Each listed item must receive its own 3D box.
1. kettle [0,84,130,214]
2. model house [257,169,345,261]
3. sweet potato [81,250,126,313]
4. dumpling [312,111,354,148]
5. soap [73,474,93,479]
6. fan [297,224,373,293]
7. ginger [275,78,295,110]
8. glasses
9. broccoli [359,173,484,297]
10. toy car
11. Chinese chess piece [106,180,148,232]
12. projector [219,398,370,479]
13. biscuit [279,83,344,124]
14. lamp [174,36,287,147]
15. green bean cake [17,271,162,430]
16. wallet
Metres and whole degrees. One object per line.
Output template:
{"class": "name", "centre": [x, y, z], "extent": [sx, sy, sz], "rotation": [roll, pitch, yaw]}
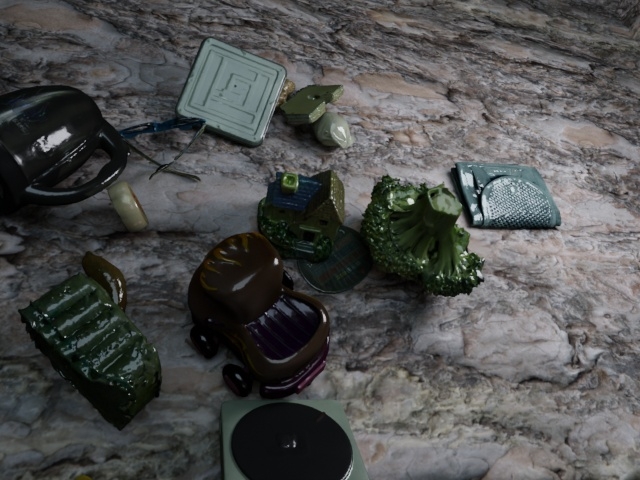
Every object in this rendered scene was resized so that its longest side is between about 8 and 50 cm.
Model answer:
{"class": "kettle", "centre": [-0.620, -0.218, 1.111], "extent": [0.320, 0.228, 0.324], "rotation": [34, 50, 3]}
{"class": "model house", "centre": [-0.048, -0.080, 1.211], "extent": [0.213, 0.189, 0.195], "rotation": [13, 54, -8]}
{"class": "sweet potato", "centre": [-0.454, 0.111, 1.046], "extent": [0.069, 0.059, 0.250], "rotation": [-29, 72, -10]}
{"class": "dumpling", "centre": [0.048, -0.334, 1.488], "extent": [0.134, 0.100, 0.169], "rotation": [18, 12, -40]}
{"class": "soap", "centre": [-0.404, 0.453, 0.859], "extent": [0.089, 0.012, 0.034], "rotation": [31, 54, 4]}
{"class": "fan", "centre": [-0.001, 0.029, 1.275], "extent": [0.294, 0.012, 0.223], "rotation": [24, 56, -1]}
{"class": "ginger", "centre": [-0.175, -0.451, 1.500], "extent": [0.213, 0.074, 0.138], "rotation": [-2, 73, -23]}
{"class": "glasses", "centre": [-0.397, -0.250, 1.273], "extent": [0.238, 0.102, 0.207], "rotation": [-19, 65, -28]}
{"class": "broccoli", "centre": [0.245, -0.003, 1.224], "extent": [0.249, 0.302, 0.375], "rotation": [-37, 76, 7]}
{"class": "toy car", "centre": [-0.124, 0.146, 1.012], "extent": [0.340, 0.240, 0.271], "rotation": [41, 56, 17]}
{"class": "Chinese chess piece", "centre": [-0.451, -0.079, 1.130], "extent": [0.051, 0.122, 0.122], "rotation": [-26, 67, -13]}
{"class": "projector", "centre": [-0.057, 0.410, 0.904], "extent": [0.258, 0.079, 0.257], "rotation": [4, 22, -15]}
{"class": "biscuit", "centre": [-0.035, -0.421, 1.482], "extent": [0.147, 0.046, 0.250], "rotation": [6, 38, 27]}
{"class": "lamp", "centre": [-0.259, -0.434, 1.413], "extent": [0.266, 0.047, 0.269], "rotation": [19, 80, -7]}
{"class": "green bean cake", "centre": [-0.404, 0.209, 0.880], "extent": [0.255, 0.241, 0.132], "rotation": [38, 50, 9]}
{"class": "wallet", "centre": [0.608, -0.149, 1.555], "extent": [0.341, 0.075, 0.238], "rotation": [1, 61, -18]}
